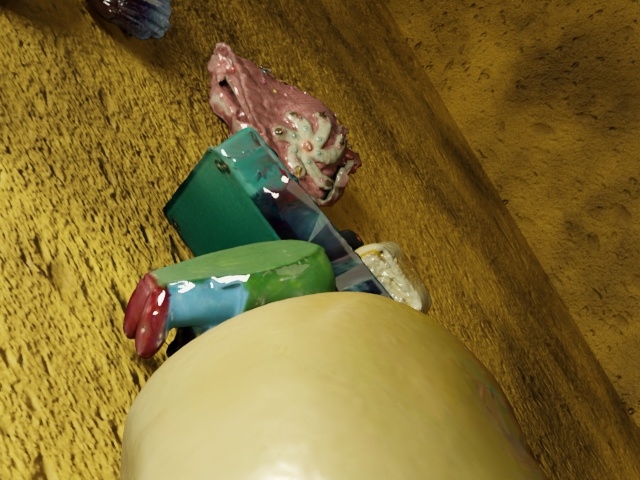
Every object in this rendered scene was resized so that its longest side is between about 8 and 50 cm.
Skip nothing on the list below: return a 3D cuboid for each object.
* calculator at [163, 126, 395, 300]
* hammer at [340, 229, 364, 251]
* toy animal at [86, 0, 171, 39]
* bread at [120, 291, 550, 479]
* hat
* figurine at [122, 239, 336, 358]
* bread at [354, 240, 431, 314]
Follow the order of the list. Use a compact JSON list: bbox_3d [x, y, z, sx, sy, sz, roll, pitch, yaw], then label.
[{"bbox_3d":[-0.028,0.035,1.203,0.274,0.058,0.248,52,-23,3],"label":"calculator"},{"bbox_3d":[0.000,0.000,1.654,0.111,0.033,0.288,56,14,11],"label":"hammer"},{"bbox_3d":[-0.238,-0.336,1.523,0.179,0.116,0.218,37,28,-49],"label":"toy animal"},{"bbox_3d":[0.031,0.213,0.840,0.348,0.253,0.376,43,16,-24],"label":"bread"},{"bbox_3d":[-0.025,-0.138,1.748,0.286,0.107,0.236,17,49,-59],"label":"hat"},{"bbox_3d":[-0.056,0.127,1.053,0.127,0.185,0.234,28,-54,55],"label":"figurine"},{"bbox_3d":[0.085,0.062,1.672,0.119,0.084,0.177,59,15,6],"label":"bread"}]
